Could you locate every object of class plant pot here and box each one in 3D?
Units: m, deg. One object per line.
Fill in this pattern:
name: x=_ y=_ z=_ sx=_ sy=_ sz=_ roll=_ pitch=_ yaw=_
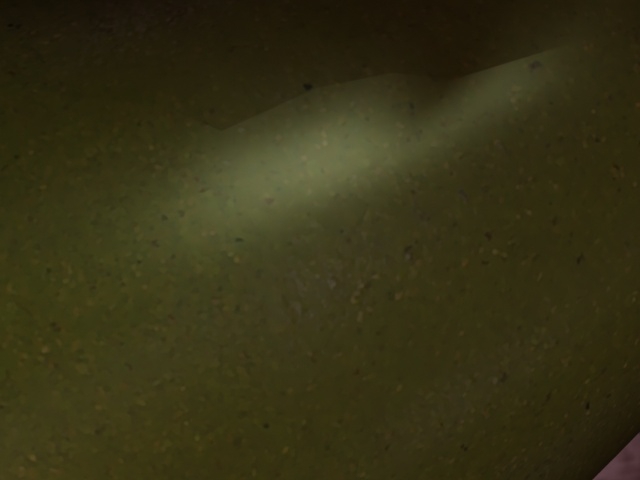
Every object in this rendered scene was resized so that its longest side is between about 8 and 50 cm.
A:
plant pot: x=0.000 y=0.000 z=0.563 sx=0.293 sy=0.275 sz=0.274 roll=-28 pitch=113 yaw=-4
